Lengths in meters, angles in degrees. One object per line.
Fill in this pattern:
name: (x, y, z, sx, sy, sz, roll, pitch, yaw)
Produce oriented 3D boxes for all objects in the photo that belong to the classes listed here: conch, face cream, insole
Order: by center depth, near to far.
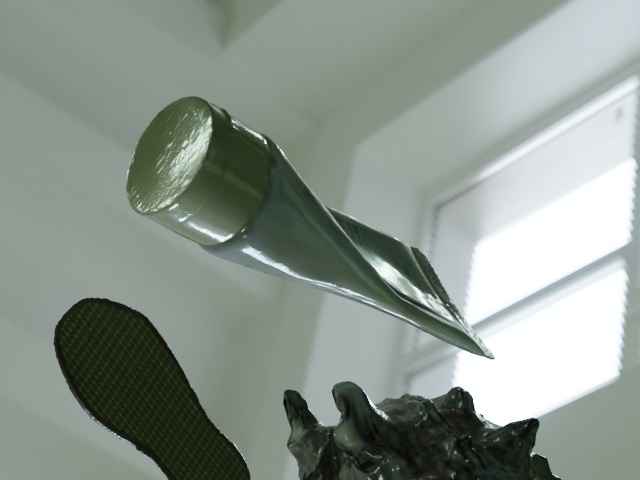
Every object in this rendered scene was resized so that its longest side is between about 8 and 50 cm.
face cream: (0.000, 0.000, 0.995, 0.224, 0.070, 0.114, 29, -161, -37)
conch: (0.047, 0.211, 1.151, 0.186, 0.313, 0.240, 28, -123, -27)
insole: (-0.121, 0.131, 1.361, 0.086, 0.005, 0.253, -54, -49, -23)
